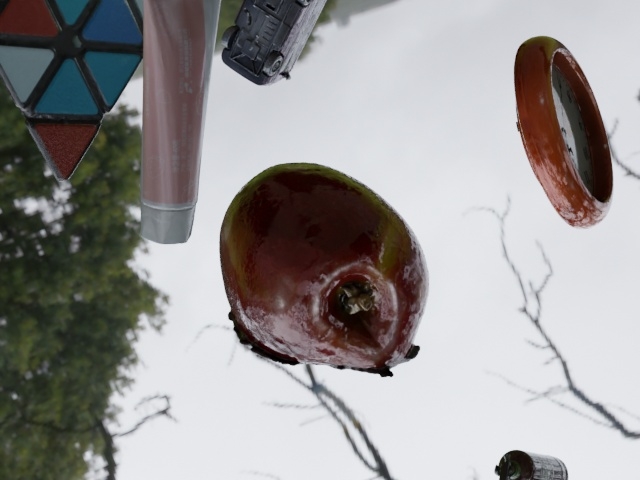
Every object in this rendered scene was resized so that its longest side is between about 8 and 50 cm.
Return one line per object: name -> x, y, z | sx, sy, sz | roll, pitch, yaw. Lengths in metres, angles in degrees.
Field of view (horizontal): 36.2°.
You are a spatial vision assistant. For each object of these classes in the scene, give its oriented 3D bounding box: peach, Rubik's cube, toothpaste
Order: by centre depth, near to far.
toothpaste -> -0.107, -0.094, 0.715 | 0.067, 0.194, 0.043 | -10, -154, -41
Rubik's cube -> -0.253, -0.225, 1.145 | 0.234, 0.250, 0.284 | -24, 172, -5
peach -> 0.000, 0.000, 1.259 | 0.258, 0.201, 0.361 | -2, -149, -12

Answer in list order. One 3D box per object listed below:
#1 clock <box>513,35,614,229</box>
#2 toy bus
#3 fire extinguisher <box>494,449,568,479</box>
clock -> 0.248, -0.111, 1.006 | 0.051, 0.205, 0.205 | -16, -167, 32
toy bus -> -0.050, -0.291, 1.264 | 0.178, 0.087, 0.098 | -61, 166, 21
fire extinguisher -> 0.370, 0.426, 1.744 | 0.071, 0.099, 0.231 | -12, 160, 32
